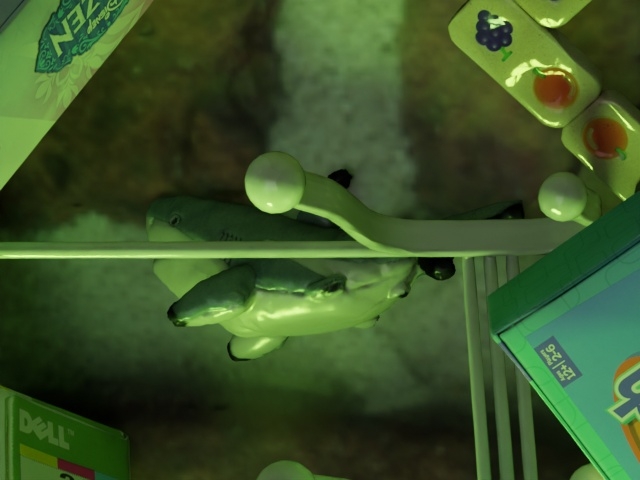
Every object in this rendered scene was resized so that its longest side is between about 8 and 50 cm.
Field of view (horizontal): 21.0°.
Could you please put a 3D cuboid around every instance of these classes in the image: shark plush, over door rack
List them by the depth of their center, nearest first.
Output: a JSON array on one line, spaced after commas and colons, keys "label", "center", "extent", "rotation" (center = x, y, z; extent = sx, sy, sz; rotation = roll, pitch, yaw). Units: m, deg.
[{"label": "over door rack", "center": [-0.052, 0.099, 0.610], "extent": [0.324, 0.108, 0.239], "rotation": [-4, 72, 4]}, {"label": "shark plush", "center": [0.000, 0.000, 0.711], "extent": [0.161, 0.073, 0.067], "rotation": [-14, 68, 29]}]

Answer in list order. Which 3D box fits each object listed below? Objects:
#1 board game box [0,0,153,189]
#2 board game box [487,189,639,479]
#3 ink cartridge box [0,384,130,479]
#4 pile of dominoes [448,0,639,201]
[{"label": "board game box", "center": [-0.266, -0.071, 0.640], "extent": [0.318, 0.318, 0.066], "rotation": [25, 154, 22]}, {"label": "board game box", "center": [0.184, 0.025, 0.549], "extent": [0.210, 0.047, 0.160], "rotation": [-35, 100, 11]}, {"label": "ink cartridge box", "center": [-0.188, 0.100, 0.798], "extent": [0.189, 0.097, 0.255], "rotation": [-18, 61, 26]}, {"label": "pile of dominoes", "center": [0.189, -0.041, 0.583], "extent": [0.251, 0.040, 0.196], "rotation": [41, 127, -7]}]
